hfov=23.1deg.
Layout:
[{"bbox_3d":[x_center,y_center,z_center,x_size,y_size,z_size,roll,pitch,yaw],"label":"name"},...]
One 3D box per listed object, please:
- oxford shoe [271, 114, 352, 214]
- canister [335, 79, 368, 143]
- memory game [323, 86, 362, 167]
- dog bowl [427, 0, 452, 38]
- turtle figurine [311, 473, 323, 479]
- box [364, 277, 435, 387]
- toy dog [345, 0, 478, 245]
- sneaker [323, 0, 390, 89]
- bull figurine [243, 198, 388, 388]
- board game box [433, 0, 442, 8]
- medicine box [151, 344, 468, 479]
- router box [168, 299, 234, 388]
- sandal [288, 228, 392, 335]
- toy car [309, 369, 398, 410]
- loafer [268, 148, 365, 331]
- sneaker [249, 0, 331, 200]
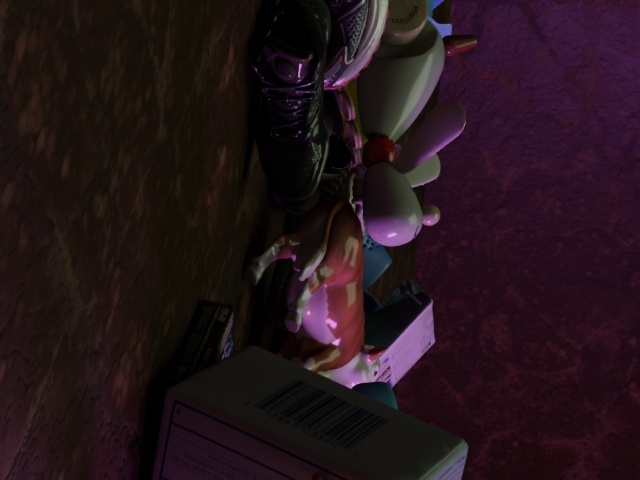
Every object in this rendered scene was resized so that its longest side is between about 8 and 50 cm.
[{"bbox_3d":[-0.010,-0.086,1.913,0.227,0.096,0.083,83,18,-69],"label":"oxford shoe"},{"bbox_3d":[0.070,-0.231,2.355,0.170,0.073,0.126,-62,161,-60],"label":"canister"},{"bbox_3d":[0.016,-0.177,1.929,0.186,0.012,0.186,161,-90,-82],"label":"memory game"},{"bbox_3d":[0.100,-0.360,2.113,0.074,0.166,0.297,-32,147,-24],"label":"dog bowl"},{"bbox_3d":[-0.104,0.306,1.343,0.087,0.217,0.270,91,13,-51],"label":"turtle figurine"},{"bbox_3d":[0.034,0.211,2.203,0.322,0.058,0.232,-47,164,-10],"label":"box"},{"bbox_3d":[0.125,-0.158,1.971,0.220,0.160,0.334,175,-84,-82],"label":"toy dog"},{"bbox_3d":[0.010,-0.318,1.766,0.112,0.120,0.299,-8,111,-52],"label":"sneaker"},{"bbox_3d":[-0.001,0.098,1.954,0.188,0.101,0.310,-40,136,-40],"label":"bull figurine"},{"bbox_3d":[0.180,-0.493,2.252,0.308,0.086,0.302,-32,-141,60],"label":"board game box"},{"bbox_3d":[-0.027,0.293,1.534,0.149,0.263,0.289,-26,133,-57],"label":"medicine box"},{"bbox_3d":[-0.122,0.136,1.625,0.122,0.038,0.092,-70,168,-49],"label":"router box"},{"bbox_3d":[0.041,0.019,2.259,0.126,0.138,0.318,-54,152,-67],"label":"sandal"},{"bbox_3d":[-0.055,0.208,1.818,0.238,0.219,0.210,-123,-146,-57],"label":"toy car"},{"bbox_3d":[0.000,0.000,2.108,0.092,0.101,0.269,102,13,-78],"label":"loafer"},{"bbox_3d":[-0.036,-0.152,1.697,0.130,0.087,0.228,-39,136,-75],"label":"sneaker"}]
